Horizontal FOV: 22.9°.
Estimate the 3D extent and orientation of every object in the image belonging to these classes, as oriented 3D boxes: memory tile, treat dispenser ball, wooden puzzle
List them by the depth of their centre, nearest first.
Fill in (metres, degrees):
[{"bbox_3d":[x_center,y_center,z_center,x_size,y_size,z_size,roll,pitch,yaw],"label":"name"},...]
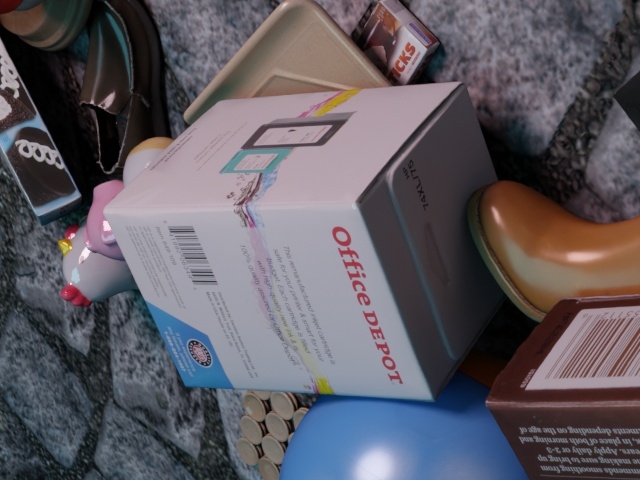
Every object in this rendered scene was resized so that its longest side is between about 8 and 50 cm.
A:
[{"bbox_3d":[0.104,0.235,1.396,0.288,0.288,0.288,26,129,36],"label":"treat dispenser ball"},{"bbox_3d":[0.010,-0.091,1.465,0.238,0.044,0.221,44,138,-4],"label":"wooden puzzle"},{"bbox_3d":[-0.048,0.220,1.776,0.113,0.012,0.148,37,136,28],"label":"memory tile"}]

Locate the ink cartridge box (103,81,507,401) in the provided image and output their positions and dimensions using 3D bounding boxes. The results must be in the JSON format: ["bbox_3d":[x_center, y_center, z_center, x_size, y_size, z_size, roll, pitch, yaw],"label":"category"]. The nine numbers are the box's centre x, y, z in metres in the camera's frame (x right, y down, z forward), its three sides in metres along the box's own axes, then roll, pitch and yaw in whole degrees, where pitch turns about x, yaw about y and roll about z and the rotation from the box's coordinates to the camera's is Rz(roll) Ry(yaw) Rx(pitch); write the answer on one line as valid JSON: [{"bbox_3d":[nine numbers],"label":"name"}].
[{"bbox_3d":[0.000,0.000,1.367,0.270,0.197,0.198,0,124,36],"label":"ink cartridge box"}]

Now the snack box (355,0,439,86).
[{"bbox_3d":[0.047,-0.141,1.446,0.064,0.022,0.178,47,139,13],"label":"snack box"}]

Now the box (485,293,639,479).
[{"bbox_3d":[0.308,0.222,1.205,0.191,0.143,0.381,-6,121,45],"label":"box"}]

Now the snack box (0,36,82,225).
[{"bbox_3d":[-0.368,-0.175,1.794,0.322,0.060,0.187,63,171,-2],"label":"snack box"}]

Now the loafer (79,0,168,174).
[{"bbox_3d":[-0.216,-0.165,1.678,0.080,0.078,0.220,11,120,44],"label":"loafer"}]

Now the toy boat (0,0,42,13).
[{"bbox_3d":[-0.229,-0.338,1.486,0.267,0.148,0.318,42,110,-3],"label":"toy boat"}]

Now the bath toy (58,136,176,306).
[{"bbox_3d":[-0.184,-0.014,1.680,0.151,0.129,0.348,51,144,-9],"label":"bath toy"}]

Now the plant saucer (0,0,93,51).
[{"bbox_3d":[-0.318,-0.336,1.678,0.278,0.041,0.278,28,125,48],"label":"plant saucer"}]

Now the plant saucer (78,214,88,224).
[{"bbox_3d":[-0.258,0.007,1.880,0.083,0.013,0.084,25,128,37],"label":"plant saucer"}]

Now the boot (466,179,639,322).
[{"bbox_3d":[0.260,0.005,1.226,0.283,0.109,0.220,47,140,15],"label":"boot"}]

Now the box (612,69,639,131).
[{"bbox_3d":[0.273,-0.119,1.178,0.052,0.062,0.083,55,141,10],"label":"box"}]
